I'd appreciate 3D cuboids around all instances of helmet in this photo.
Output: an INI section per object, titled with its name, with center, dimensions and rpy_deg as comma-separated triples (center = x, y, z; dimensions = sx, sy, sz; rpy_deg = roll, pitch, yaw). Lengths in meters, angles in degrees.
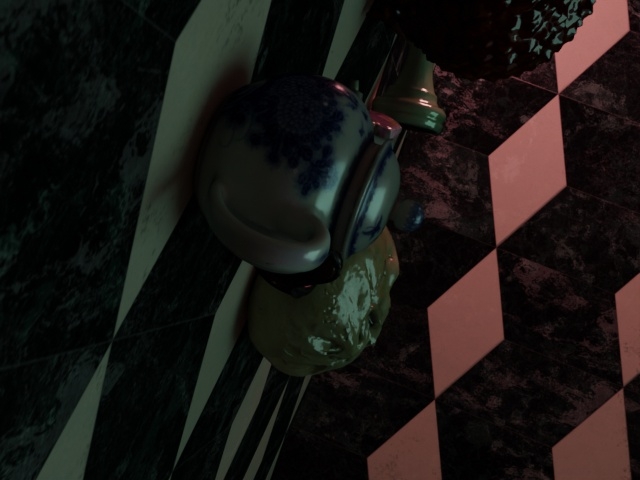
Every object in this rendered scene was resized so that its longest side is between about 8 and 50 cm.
[helmet]
center = -0.025, -0.013, 1.539
dimensions = 0.189, 0.193, 0.216
rpy_deg = -55, 161, -52

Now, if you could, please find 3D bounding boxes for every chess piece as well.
[chess piece]
center = 0.249, -0.436, 2.433
dimensions = 0.194, 0.195, 0.299
rpy_deg = -6, 108, -82

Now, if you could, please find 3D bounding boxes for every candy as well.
[candy]
center = 0.114, -0.221, 2.250
dimensions = 0.265, 0.116, 0.155
rpy_deg = -40, 150, -74

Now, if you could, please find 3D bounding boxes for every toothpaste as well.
[toothpaste]
center = 0.059, -0.226, 1.971
dimensions = 0.064, 0.041, 0.218
rpy_deg = -168, -96, -83

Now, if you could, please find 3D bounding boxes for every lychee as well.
[lychee]
center = 0.321, -0.516, 1.870
dimensions = 0.500, 0.424, 0.424
rpy_deg = -27, 165, -7

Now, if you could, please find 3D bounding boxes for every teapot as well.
[teapot]
center = -0.005, -0.072, 1.181
dimensions = 0.424, 0.280, 0.252
rpy_deg = -52, 161, -61

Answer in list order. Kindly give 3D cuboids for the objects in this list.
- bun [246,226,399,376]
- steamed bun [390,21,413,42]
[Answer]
[bun]
center = 0.020, 0.100, 1.880
dimensions = 0.362, 0.234, 0.326
rpy_deg = -45, 151, -17
[steamed bun]
center = 0.232, -0.526, 2.181
dimensions = 0.144, 0.106, 0.175
rpy_deg = -53, 173, 5
